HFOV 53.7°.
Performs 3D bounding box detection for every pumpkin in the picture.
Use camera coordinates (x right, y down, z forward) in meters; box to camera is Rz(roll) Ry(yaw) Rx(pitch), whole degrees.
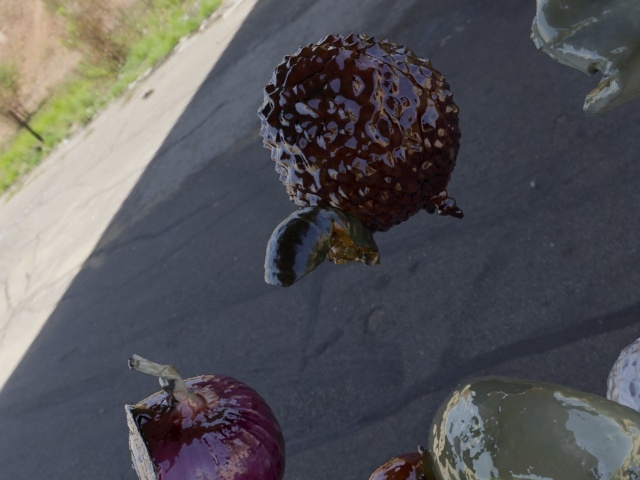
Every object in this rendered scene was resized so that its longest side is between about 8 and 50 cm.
[{"bbox_3d":[0.000,0.000,0.943,0.184,0.107,0.119,-11,6,-36],"label":"pumpkin"}]

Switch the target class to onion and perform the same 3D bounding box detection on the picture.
[{"bbox_3d":[-0.165,0.327,0.965,0.256,0.231,0.272,62,143,30],"label":"onion"}]

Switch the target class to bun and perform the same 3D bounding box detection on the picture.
[{"bbox_3d":[0.286,0.312,0.793,0.326,0.362,0.234,27,65,21],"label":"bun"}]

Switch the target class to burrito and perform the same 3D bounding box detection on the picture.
[{"bbox_3d":[0.377,-0.274,0.619,0.332,0.190,0.135,-32,9,19],"label":"burrito"}]

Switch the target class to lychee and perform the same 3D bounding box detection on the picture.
[{"bbox_3d":[0.100,-0.201,1.326,0.424,0.500,0.424,-50,-5,-7],"label":"lychee"}]

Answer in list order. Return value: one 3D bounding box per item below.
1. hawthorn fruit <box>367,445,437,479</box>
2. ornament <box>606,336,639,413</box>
[{"bbox_3d":[0.180,0.477,1.045,0.287,0.330,0.287,-5,18,2],"label":"hawthorn fruit"},{"bbox_3d":[0.849,0.357,1.472,0.337,0.337,0.337,-34,31,24],"label":"ornament"}]
